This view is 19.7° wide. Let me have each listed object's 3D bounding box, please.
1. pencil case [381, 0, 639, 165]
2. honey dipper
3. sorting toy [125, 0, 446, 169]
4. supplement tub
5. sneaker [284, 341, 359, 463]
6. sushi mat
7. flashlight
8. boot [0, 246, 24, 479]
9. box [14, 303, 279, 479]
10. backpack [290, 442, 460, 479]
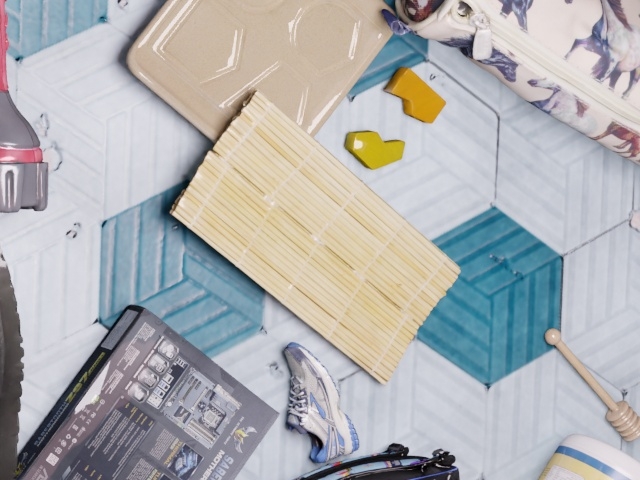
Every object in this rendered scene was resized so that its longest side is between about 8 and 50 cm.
[{"bbox_3d":[0.266,-0.193,1.900,0.410,0.160,0.183,29,44,-23],"label":"pencil case"},{"bbox_3d":[0.297,0.157,2.019,0.161,0.030,0.030,47,75,-17],"label":"honey dipper"},{"bbox_3d":[-0.025,-0.173,1.851,0.307,0.041,0.229,40,80,-27],"label":"sorting toy"},{"bbox_3d":[0.273,0.322,1.955,0.144,0.144,0.200,38,79,-22],"label":"supplement tub"},{"bbox_3d":[-0.010,0.168,1.871,0.058,0.052,0.135,-29,104,-15],"label":"sneaker"},{"bbox_3d":[0.000,0.000,1.859,0.316,0.019,0.151,40,81,-27],"label":"sushi mat"},{"bbox_3d":[-0.302,-0.177,1.688,0.103,0.103,0.304,-1,95,-23],"label":"flashlight"},{"bbox_3d":[-0.397,0.122,1.595,0.260,0.131,0.348,-10,126,-24],"label":"boot"},{"bbox_3d":[-0.177,0.207,1.794,0.183,0.059,0.233,39,77,-21],"label":"box"},{"bbox_3d":[0.044,0.277,1.844,0.173,0.158,0.117,-11,91,-20],"label":"backpack"}]
